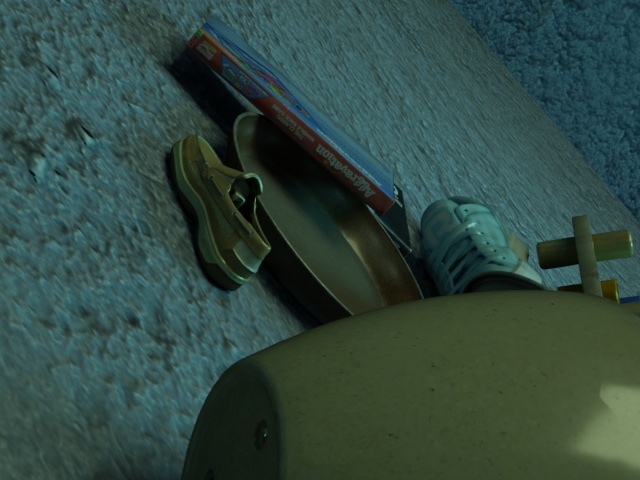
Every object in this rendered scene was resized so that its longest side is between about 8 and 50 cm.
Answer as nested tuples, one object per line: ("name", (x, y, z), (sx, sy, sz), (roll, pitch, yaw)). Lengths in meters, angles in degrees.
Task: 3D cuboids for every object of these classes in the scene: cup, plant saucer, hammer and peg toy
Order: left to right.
("plant saucer", (0.000, 0.000, 1.509), (0.310, 0.050, 0.310), (46, 18, -20))
("cup", (0.046, 0.177, 0.918), (0.237, 0.331, 0.331), (11, 35, -24))
("hammer and peg toy", (0.363, 0.176, 1.850), (0.266, 0.127, 0.361), (-81, 160, -60))

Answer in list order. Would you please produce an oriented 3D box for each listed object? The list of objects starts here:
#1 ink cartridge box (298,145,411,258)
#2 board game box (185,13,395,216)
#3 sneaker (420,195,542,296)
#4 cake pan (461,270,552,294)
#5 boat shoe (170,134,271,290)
("ink cartridge box", (0.025, -0.089, 1.757), (0.206, 0.045, 0.208), (42, 19, -24))
("board game box", (-0.028, -0.143, 1.609), (0.281, 0.027, 0.145), (41, 12, -8))
("sneaker", (0.176, 0.028, 1.794), (0.150, 0.135, 0.366), (42, 9, -4))
("cake pan", (0.232, 0.168, 1.499), (0.293, 0.054, 0.293), (43, -26, 27))
("boat shoe", (-0.084, -0.039, 1.334), (0.068, 0.072, 0.190), (33, 25, -46))
